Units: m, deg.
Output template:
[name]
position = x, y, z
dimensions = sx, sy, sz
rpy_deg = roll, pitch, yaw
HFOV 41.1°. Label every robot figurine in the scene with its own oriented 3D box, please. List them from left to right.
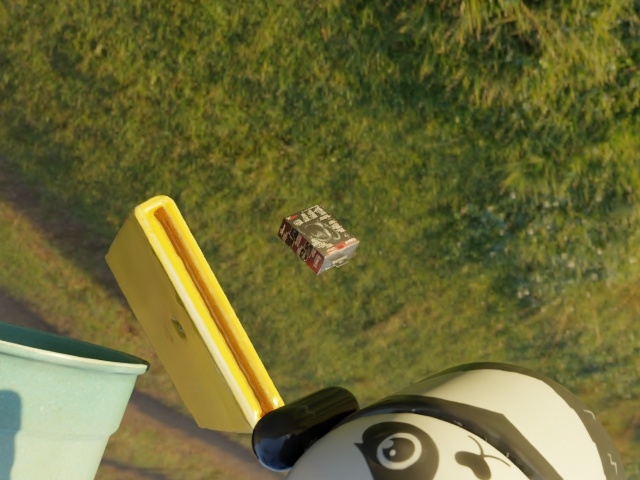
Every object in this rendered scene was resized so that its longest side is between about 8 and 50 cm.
[robot figurine]
position = 0.083, 0.163, 0.499
dimensions = 0.209, 0.173, 0.278
rpy_deg = -15, 175, 28

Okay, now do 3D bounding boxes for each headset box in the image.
[headset box]
position = 0.000, 0.000, 1.024
dimensions = 0.062, 0.083, 0.032
rpy_deg = -26, 150, -41

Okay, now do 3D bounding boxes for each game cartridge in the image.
[game cartridge]
position = -0.171, 0.107, 1.076
dimensions = 0.053, 0.285, 0.324
rpy_deg = -29, 180, -21

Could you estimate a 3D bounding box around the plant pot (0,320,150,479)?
[plant pot]
position = -0.398, 0.260, 0.948
dimensions = 0.341, 0.334, 0.341
rpy_deg = 13, 172, 2
